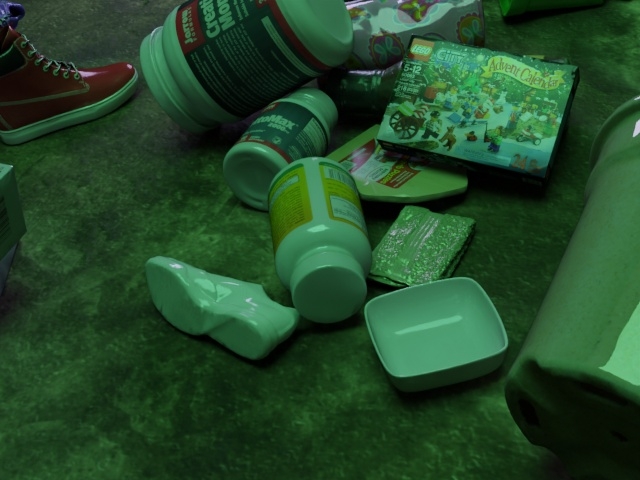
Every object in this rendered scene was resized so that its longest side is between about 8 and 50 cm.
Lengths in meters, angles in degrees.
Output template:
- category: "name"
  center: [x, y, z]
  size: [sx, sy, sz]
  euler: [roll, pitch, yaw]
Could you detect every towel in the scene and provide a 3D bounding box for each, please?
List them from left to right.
- category: "towel"
  center: [0.123, 0.010, 1.371]
  size: [0.110, 0.027, 0.148]
  euler: [13, 44, 26]

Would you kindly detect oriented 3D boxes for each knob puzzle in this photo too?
- category: "knob puzzle"
  center: [0.110, -0.090, 1.492]
  size: [0.213, 0.030, 0.213]
  euler: [0, 32, 0]

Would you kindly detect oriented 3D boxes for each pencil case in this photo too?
- category: "pencil case"
  center: [0.119, -0.321, 1.726]
  size: [0.284, 0.124, 0.124]
  euler: [-12, 38, -3]

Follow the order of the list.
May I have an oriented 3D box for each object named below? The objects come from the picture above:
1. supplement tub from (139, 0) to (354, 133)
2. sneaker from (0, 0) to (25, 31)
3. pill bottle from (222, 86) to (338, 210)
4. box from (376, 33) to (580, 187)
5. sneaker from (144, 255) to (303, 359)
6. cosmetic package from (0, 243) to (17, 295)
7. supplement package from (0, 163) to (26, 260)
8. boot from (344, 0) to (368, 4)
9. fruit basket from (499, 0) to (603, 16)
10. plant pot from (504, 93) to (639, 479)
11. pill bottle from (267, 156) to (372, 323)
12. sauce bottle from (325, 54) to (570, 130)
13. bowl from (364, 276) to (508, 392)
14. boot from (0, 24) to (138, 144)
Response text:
- category: "supplement tub"
  center: [-0.106, -0.289, 1.606]
  size: [0.272, 0.191, 0.191]
  euler: [-26, 32, 24]
- category: "sneaker"
  center: [-0.539, -0.355, 1.816]
  size: [0.071, 0.068, 0.170]
  euler: [7, 39, 10]
- category: "pill bottle"
  center: [-0.049, -0.133, 1.528]
  size: [0.108, 0.108, 0.180]
  euler: [10, 42, 24]
- category: "box"
  center: [0.209, -0.175, 1.468]
  size: [0.233, 0.044, 0.159]
  euler: [15, 80, 20]
- category: "sneaker"
  center: [-0.116, 0.071, 1.325]
  size: [0.212, 0.080, 0.094]
  euler: [27, 39, 29]
- category: "cosmetic package"
  center: [-0.557, 0.078, 1.372]
  size: [0.284, 0.097, 0.377]
  euler: [-5, 38, 2]
- category: "supplement package"
  center: [-0.471, -0.039, 1.352]
  size: [0.179, 0.105, 0.105]
  euler: [11, 39, 15]
- category: "boot"
  center: [0.048, -0.353, 1.833]
  size: [0.219, 0.082, 0.106]
  euler: [15, 66, 23]
- category: "fruit basket"
  center: [0.304, -0.549, 1.874]
  size: [0.392, 0.283, 0.392]
  euler: [7, 39, -6]
- category: "plant pot"
  center: [0.339, 0.079, 1.036]
  size: [0.334, 0.334, 0.305]
  euler: [20, 59, 33]
- category: "pill bottle"
  center: [0.000, 0.000, 1.339]
  size: [0.118, 0.117, 0.208]
  euler: [-11, 38, 0]
- category: "sauce bottle"
  center: [0.179, -0.211, 1.570]
  size: [0.344, 0.111, 0.111]
  euler: [5, 40, 17]
- category: "bowl"
  center: [0.128, 0.110, 1.222]
  size: [0.142, 0.053, 0.142]
  euler: [-14, 38, -4]
- category: "boot"
  center: [-0.412, -0.272, 1.733]
  size: [0.244, 0.176, 0.088]
  euler: [-24, 38, -20]
